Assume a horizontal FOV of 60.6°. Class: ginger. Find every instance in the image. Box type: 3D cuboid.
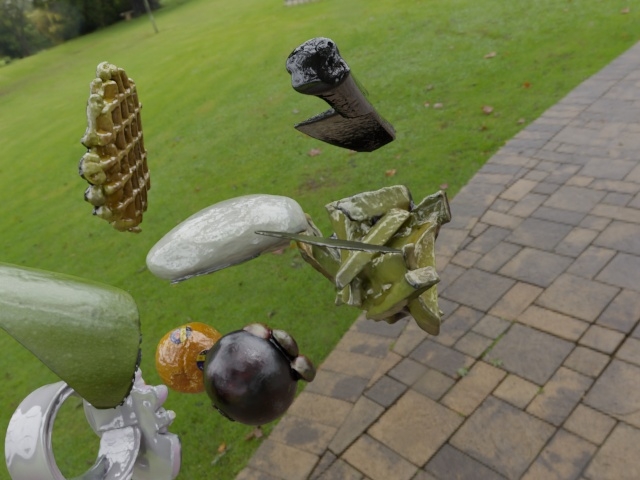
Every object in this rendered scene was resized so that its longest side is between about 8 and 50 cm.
[{"bbox_3d":[0.131,0.026,1.299,0.413,0.358,0.211,23,14,31],"label":"ginger"}]

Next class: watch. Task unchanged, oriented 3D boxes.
[{"bbox_3d":[-0.373,0.342,0.922,0.196,0.244,0.231,-20,-2,24],"label":"watch"}]

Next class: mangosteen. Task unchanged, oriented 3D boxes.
[{"bbox_3d":[-0.130,0.260,1.078,0.209,0.210,0.210,-12,29,7],"label":"mangosteen"}]

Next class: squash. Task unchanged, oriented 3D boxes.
[{"bbox_3d":[-0.389,0.129,0.719,0.260,0.189,0.189,15,6,-41],"label":"squash"}]

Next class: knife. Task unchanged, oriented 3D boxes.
[{"bbox_3d":[0.017,-0.085,0.390,0.060,0.028,0.230,-17,-5,16],"label":"knife"}]

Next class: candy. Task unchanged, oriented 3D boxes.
[{"bbox_3d":[-0.257,-0.008,1.465,0.426,0.186,0.386,-22,4,-10],"label":"candy"}]

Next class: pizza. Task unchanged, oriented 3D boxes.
[{"bbox_3d":[-0.003,0.037,1.643,0.034,0.262,0.181,-29,19,22],"label":"pizza"}]

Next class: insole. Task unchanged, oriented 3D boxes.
[{"bbox_3d":[0.000,0.000,0.825,0.111,0.007,0.327,3,3,-36],"label":"insole"}]

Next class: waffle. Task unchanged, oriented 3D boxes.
[{"bbox_3d":[-0.365,-0.162,1.001,0.058,0.301,0.281,0,1,-3],"label":"waffle"}]

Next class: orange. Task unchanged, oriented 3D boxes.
[{"bbox_3d":[-0.302,0.278,1.303,0.177,0.178,0.155,-17,36,-3],"label":"orange"}]
